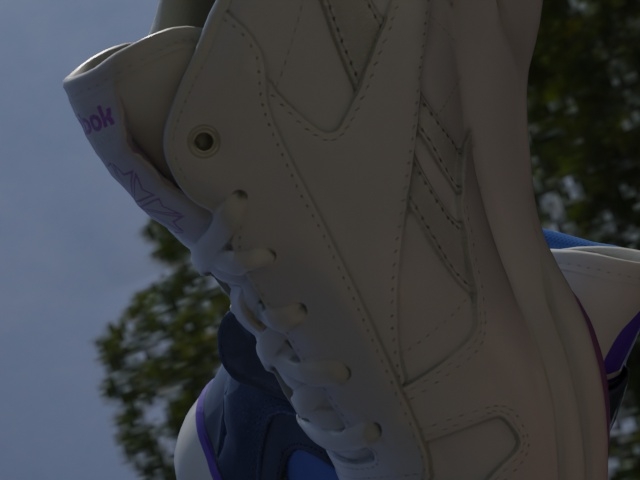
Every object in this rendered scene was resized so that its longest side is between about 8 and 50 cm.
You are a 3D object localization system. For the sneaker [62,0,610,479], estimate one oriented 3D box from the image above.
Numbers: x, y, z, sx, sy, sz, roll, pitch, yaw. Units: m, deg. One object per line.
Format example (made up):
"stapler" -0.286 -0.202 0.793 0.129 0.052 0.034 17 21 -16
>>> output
"sneaker" 0.000 0.000 0.600 0.152 0.114 0.305 -8 -91 -22

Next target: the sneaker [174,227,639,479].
"sneaker" 0.090 0.118 0.840 0.323 0.236 0.130 49 -145 16
